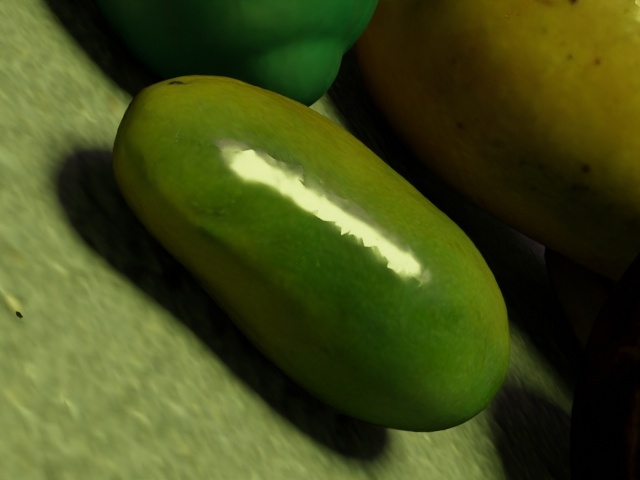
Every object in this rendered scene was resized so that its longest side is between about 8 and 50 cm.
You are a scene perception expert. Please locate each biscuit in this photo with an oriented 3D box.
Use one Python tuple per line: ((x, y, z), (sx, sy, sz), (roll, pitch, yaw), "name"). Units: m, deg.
((0.244, 0.110, 0.950), (0.257, 0.049, 0.273), (47, 20, -23), "biscuit")

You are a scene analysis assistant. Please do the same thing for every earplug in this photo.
((-0.060, -0.173, 0.639), (0.257, 0.164, 0.280), (91, -20, -72), "earplug")

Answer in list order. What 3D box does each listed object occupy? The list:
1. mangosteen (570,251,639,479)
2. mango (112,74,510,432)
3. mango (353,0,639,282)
((0.285, 0.101, 0.644), (0.330, 0.330, 0.330), (45, 19, -21), "mangosteen")
((0.001, -0.001, 0.515), (0.191, 0.085, 0.122), (45, 22, -22), "mango")
((0.227, -0.084, 0.872), (0.446, 0.232, 0.300), (31, 16, -9), "mango")
